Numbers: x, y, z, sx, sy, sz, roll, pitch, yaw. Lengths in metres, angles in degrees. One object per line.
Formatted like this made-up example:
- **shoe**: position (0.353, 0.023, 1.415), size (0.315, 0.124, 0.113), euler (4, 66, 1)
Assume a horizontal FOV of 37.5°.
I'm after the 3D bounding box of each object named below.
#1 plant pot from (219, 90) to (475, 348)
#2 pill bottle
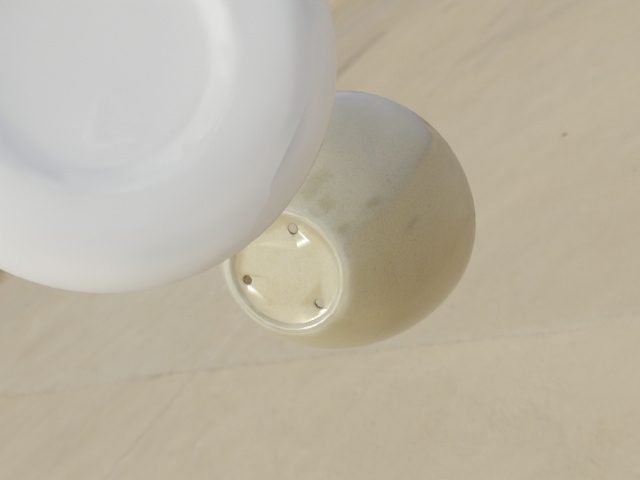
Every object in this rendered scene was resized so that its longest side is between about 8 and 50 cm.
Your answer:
- **plant pot**: position (0.000, 0.000, 0.985), size (0.284, 0.284, 0.191), euler (-28, 5, 29)
- **pill bottle**: position (-0.092, -0.075, 0.499), size (0.181, 0.181, 0.323), euler (-38, 4, -1)
